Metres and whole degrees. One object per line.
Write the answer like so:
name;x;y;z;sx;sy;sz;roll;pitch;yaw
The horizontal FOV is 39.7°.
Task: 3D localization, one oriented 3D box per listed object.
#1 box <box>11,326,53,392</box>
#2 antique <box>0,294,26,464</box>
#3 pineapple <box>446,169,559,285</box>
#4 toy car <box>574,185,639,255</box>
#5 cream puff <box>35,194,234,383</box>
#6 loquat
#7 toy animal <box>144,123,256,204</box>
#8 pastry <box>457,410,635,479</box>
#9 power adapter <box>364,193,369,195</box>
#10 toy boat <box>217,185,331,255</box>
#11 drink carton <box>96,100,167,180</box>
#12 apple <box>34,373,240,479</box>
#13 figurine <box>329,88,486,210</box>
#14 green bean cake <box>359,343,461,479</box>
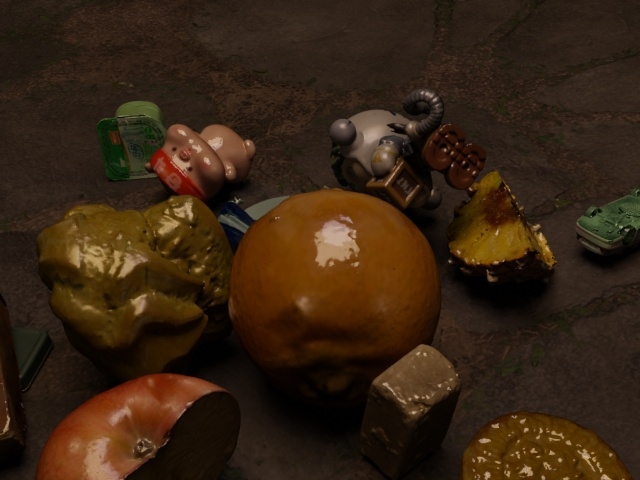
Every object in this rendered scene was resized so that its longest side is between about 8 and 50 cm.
box;-0.501;0.193;1.453;0.091;0.031;0.126;5;40;11
antique;-0.514;0.201;1.351;0.087;0.093;0.310;-20;52;-9
pineapple;0.312;0.011;1.565;0.161;0.158;0.334;-41;30;16
toy car;0.560;-0.030;1.617;0.224;0.076;0.090;-20;39;-32
cream puff;-0.255;0.069;1.338;0.270;0.323;0.274;-29;24;3
loquat;0.020;0.083;1.313;0.328;0.328;0.328;-2;38;2
toy animal;-0.244;-0.154;1.782;0.171;0.171;0.198;26;43;33
pastry;0.289;0.330;1.128;0.235;0.132;0.240;18;45;27
power adapter;0.000;0.000;1.533;0.205;0.125;0.130;-4;46;-28
toy boat;-0.054;-0.041;1.686;0.220;0.067;0.291;36;49;25
drink carton;-0.391;-0.226;1.907;0.144;0.146;0.142;-4;29;-2
apple;-0.258;0.280;1.140;0.163;0.251;0.293;30;48;23
figurine;0.142;-0.142;1.619;0.186;0.261;0.382;-44;21;-12
green bean cake;0.122;0.238;1.218;0.109;0.179;0.085;-29;56;-31
